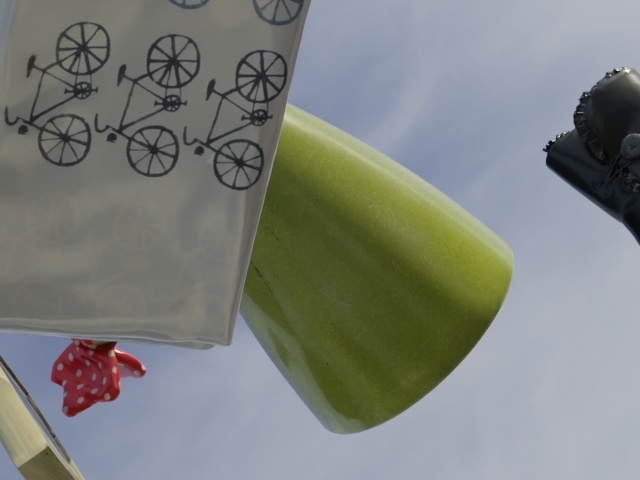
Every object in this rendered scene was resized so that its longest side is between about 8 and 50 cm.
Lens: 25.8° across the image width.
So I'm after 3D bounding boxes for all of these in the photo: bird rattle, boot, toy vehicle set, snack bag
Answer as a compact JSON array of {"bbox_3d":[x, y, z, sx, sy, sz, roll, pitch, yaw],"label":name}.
[{"bbox_3d":[-0.264,0.051,1.509,0.143,0.253,0.207,-7,-26,-29],"label":"bird rattle"},{"bbox_3d":[0.354,-0.104,1.331,0.246,0.207,0.094,-47,-30,16],"label":"boot"},{"bbox_3d":[-0.296,0.186,1.394,0.035,0.267,0.166,-35,-48,-11],"label":"toy vehicle set"},{"bbox_3d":[-0.183,-0.084,0.769,0.342,0.037,0.323,6,-64,-20],"label":"snack bag"}]

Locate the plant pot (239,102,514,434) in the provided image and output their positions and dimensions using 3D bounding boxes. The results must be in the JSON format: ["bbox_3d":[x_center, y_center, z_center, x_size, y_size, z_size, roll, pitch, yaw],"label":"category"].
[{"bbox_3d":[0.000,0.000,1.428,0.275,0.275,0.293,-47,-72,-5],"label":"plant pot"}]
